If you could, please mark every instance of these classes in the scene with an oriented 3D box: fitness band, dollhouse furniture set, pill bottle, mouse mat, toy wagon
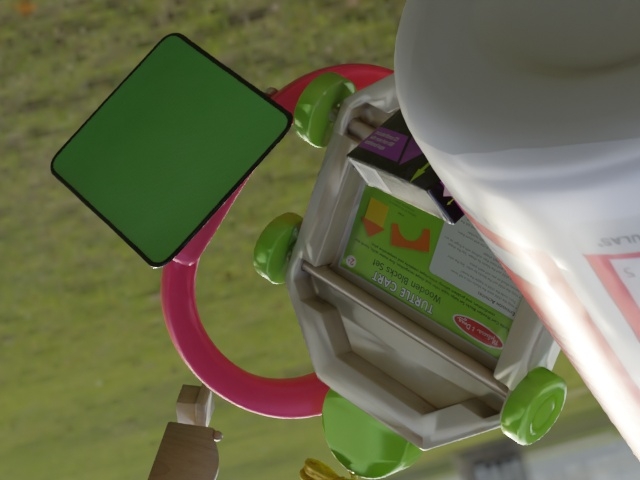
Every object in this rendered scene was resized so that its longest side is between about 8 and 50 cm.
[{"bbox_3d":[0.000,0.000,1.374,0.290,0.209,0.054,-56,-166,-2],"label":"fitness band"},{"bbox_3d":[-0.097,0.382,1.883,0.174,0.303,0.355,6,-144,7],"label":"dollhouse furniture set"},{"bbox_3d":[0.221,0.007,0.824,0.229,0.229,0.407,-18,133,23],"label":"pill bottle"},{"bbox_3d":[-0.117,-0.073,1.328,0.152,0.190,0.007,-48,135,-3],"label":"mouse mat"},{"bbox_3d":[0.070,0.043,1.283,0.267,0.344,0.068,32,-153,31],"label":"toy wagon"}]

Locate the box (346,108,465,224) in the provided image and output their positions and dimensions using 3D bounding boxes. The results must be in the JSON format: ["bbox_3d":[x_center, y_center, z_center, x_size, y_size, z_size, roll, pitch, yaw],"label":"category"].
[{"bbox_3d":[0.101,-0.082,0.975,0.162,0.029,0.116,-41,-157,-9],"label":"box"}]
